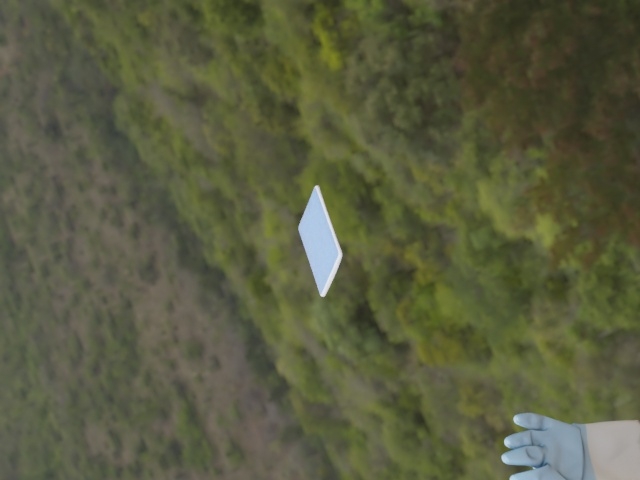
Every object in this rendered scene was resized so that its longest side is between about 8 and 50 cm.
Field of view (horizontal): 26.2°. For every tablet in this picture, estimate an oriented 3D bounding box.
[{"bbox_3d":[0.000,0.000,1.154,0.054,0.006,0.083,113,149,-41],"label":"tablet"}]

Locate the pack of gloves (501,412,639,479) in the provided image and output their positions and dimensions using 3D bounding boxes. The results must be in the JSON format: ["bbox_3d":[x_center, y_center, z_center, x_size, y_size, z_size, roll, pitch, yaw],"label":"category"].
[{"bbox_3d":[0.273,0.267,1.356,0.046,0.232,0.195,-21,68,45],"label":"pack of gloves"}]
